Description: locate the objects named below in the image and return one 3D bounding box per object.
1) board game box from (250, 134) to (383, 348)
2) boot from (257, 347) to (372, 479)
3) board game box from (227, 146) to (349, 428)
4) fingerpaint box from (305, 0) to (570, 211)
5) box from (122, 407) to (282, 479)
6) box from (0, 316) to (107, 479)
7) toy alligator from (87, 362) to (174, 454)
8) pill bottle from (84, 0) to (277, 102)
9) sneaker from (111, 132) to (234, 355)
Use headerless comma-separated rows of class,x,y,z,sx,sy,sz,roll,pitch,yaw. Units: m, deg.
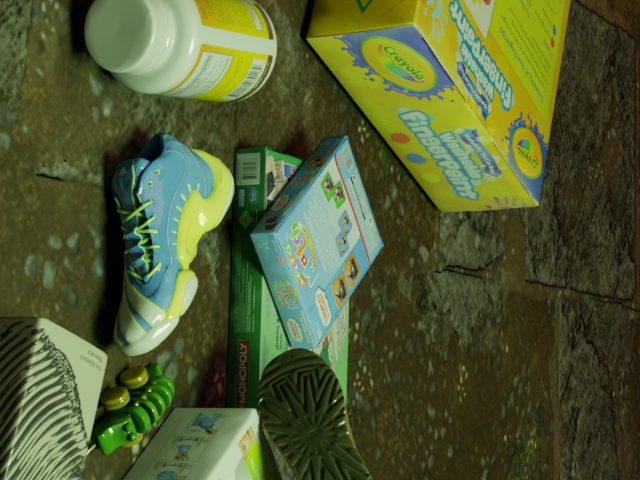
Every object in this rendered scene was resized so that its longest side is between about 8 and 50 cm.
board game box,0.000,0.000,1.859,0.211,0.039,0.160,-56,135,-48
boot,0.016,0.277,1.732,0.269,0.089,0.236,74,-4,-54
board game box,-0.032,0.064,1.884,0.213,0.046,0.317,14,76,-61
fingerpaint box,0.174,-0.306,2.162,0.445,0.163,0.371,46,48,-50
box,-0.134,0.275,1.625,0.203,0.103,0.114,-54,133,-48
box,-0.275,0.210,1.381,0.113,0.094,0.275,38,55,-54
toy alligator,-0.191,0.179,1.580,0.190,0.051,0.056,-50,131,-51
pill bottle,-0.143,-0.204,1.624,0.215,0.117,0.117,-1,89,-62
sneaker,-0.178,-0.006,1.605,0.126,0.091,0.240,42,51,-29
